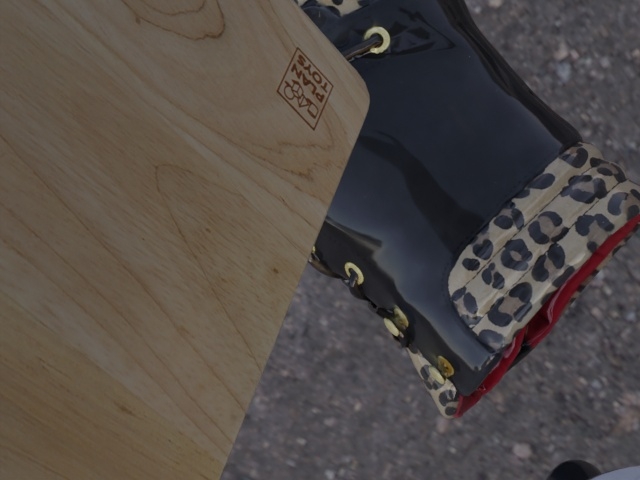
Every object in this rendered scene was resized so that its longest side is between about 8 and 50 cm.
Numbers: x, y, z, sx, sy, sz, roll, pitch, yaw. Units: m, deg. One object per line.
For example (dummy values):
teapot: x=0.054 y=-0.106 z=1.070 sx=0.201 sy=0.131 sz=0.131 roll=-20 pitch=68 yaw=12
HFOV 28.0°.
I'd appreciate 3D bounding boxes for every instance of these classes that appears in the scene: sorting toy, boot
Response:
sorting toy: x=-0.128 y=-0.029 z=0.403 sx=0.089 sy=0.257 sz=0.255 roll=-13 pitch=44 yaw=42
boot: x=0.000 y=0.000 z=0.824 sx=0.284 sy=0.138 sz=0.377 roll=46 pitch=109 yaw=14

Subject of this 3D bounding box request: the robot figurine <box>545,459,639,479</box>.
robot figurine: x=0.178 y=0.221 z=0.614 sx=0.209 sy=0.174 sz=0.278 roll=-20 pitch=24 yaw=-5
